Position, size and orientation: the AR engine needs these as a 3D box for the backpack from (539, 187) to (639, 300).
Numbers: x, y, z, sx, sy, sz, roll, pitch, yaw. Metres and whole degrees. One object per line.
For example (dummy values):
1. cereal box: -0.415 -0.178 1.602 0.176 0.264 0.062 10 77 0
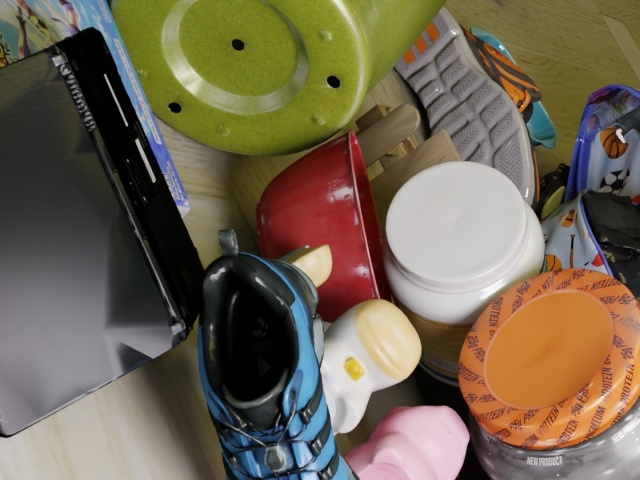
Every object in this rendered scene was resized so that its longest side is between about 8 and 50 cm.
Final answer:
1. backpack: 0.318 0.068 1.942 0.263 0.213 0.276 29 29 -54

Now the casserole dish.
1. casserole dish: 0.236 -0.189 2.302 0.188 0.037 0.114 59 27 9

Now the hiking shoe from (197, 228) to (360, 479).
1. hiking shoe: -0.039 0.152 1.310 0.132 0.113 0.304 38 35 -70

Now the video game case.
1. video game case: -0.242 -0.137 1.432 0.244 0.061 0.269 9 51 -54

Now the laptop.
1. laptop: -0.197 -0.016 1.312 0.264 0.137 0.234 -78 146 -78

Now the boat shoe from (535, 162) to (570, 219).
1. boat shoe: 0.291 -0.059 2.237 0.042 0.049 0.133 23 31 19

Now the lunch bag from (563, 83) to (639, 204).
1. lunch bag: 0.478 0.007 2.249 0.328 0.239 0.385 14 54 -51

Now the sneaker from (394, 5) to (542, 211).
1. sneaker: 0.208 -0.140 2.100 0.180 0.124 0.321 19 43 -48

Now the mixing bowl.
1. mixing bowl: 0.000 0.000 1.590 0.181 0.098 0.181 -12 90 -83

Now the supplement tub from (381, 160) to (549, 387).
1. supplement tub: 0.134 0.033 1.614 0.199 0.144 0.144 70 2 -58

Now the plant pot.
1. plant pot: -0.032 -0.271 1.668 0.366 0.366 0.353 43 40 -21

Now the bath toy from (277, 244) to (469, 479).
1. bath toy: 0.052 0.171 1.480 0.348 0.151 0.129 57 4 -6

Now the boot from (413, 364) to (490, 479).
1. boot: 0.174 0.173 1.748 0.161 0.083 0.246 33 36 -52

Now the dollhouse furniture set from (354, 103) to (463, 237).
1. dollhouse furniture set: 0.111 -0.089 1.879 0.151 0.123 0.144 5 55 -57

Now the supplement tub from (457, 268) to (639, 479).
1. supplement tub: 0.261 0.188 1.557 0.338 0.207 0.207 53 22 -39
